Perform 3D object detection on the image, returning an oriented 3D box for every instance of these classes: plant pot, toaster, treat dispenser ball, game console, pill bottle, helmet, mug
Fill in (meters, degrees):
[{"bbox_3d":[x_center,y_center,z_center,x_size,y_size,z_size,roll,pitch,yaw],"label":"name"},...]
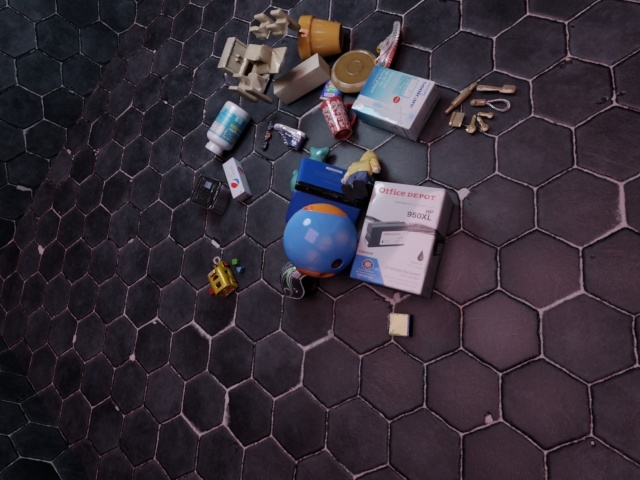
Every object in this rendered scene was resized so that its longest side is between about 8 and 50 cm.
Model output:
[{"bbox_3d":[0.159,-0.787,1.932,0.236,0.032,0.236,-5,70,14],"label":"plant pot"},{"bbox_3d":[-0.551,-0.234,2.141,0.185,0.110,0.168,21,88,30],"label":"toaster"},{"bbox_3d":[0.008,-0.960,2.000,0.188,0.205,0.205,4,79,13],"label":"plant pot"},{"bbox_3d":[0.000,0.000,1.626,0.288,0.288,0.288,-7,74,26],"label":"treat dispenser ball"},{"bbox_3d":[0.023,-0.178,1.788,0.293,0.173,0.250,16,52,-9],"label":"game console"},{"bbox_3d":[-0.486,-0.570,2.173,0.146,0.146,0.264,36,95,30],"label":"pill bottle"},{"bbox_3d":[-0.088,0.154,1.774,0.169,0.169,0.162,6,96,28],"label":"helmet"},{"bbox_3d":[0.091,-0.554,1.893,0.150,0.113,0.169,-25,70,22],"label":"mug"}]

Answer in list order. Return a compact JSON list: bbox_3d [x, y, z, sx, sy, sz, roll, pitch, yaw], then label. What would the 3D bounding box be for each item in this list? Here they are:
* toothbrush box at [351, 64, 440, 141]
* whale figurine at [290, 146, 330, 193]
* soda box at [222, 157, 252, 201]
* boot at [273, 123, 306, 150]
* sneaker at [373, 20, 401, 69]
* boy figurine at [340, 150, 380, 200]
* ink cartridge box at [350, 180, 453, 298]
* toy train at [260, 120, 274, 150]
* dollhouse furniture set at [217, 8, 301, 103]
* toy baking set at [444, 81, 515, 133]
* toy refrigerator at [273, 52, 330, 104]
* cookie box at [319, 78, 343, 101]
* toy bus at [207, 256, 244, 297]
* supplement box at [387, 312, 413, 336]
[{"bbox_3d":[0.317,-0.579,1.772,0.295,0.126,0.216,31,92,29],"label":"toothbrush box"},{"bbox_3d":[-0.041,-0.302,1.876,0.216,0.141,0.272,12,83,30],"label":"whale figurine"},{"bbox_3d":[-0.419,-0.304,2.115,0.074,0.069,0.216,-30,65,18],"label":"soda box"},{"bbox_3d":[-0.163,-0.499,2.030,0.190,0.069,0.086,24,86,28],"label":"boot"},{"bbox_3d":[0.300,-0.869,1.864,0.092,0.088,0.225,19,85,12],"label":"sneaker"},{"bbox_3d":[0.168,-0.273,1.710,0.177,0.092,0.285,-16,27,32],"label":"boy figurine"},{"bbox_3d":[0.311,-0.007,1.604,0.285,0.166,0.395,12,82,29],"label":"ink cartridge box"},{"bbox_3d":[-0.265,-0.528,2.116,0.036,0.027,0.158,12,83,26],"label":"toy train"},{"bbox_3d":[-0.267,-0.832,2.003,0.394,0.256,0.362,23,94,45],"label":"dollhouse furniture set"},{"bbox_3d":[0.626,-0.530,1.658,0.256,0.030,0.197,-48,64,9],"label":"toy baking set"},{"bbox_3d":[-0.091,-0.775,2.023,0.269,0.102,0.094,-21,61,30],"label":"toy refrigerator"},{"bbox_3d":[0.060,-0.701,1.984,0.091,0.040,0.107,22,88,29],"label":"cookie box"},{"bbox_3d":[-0.482,0.169,2.006,0.202,0.104,0.191,6,80,28],"label":"toy bus"},{"bbox_3d":[0.302,0.319,1.589,0.083,0.056,0.083,-1,77,27],"label":"supplement box"}]
